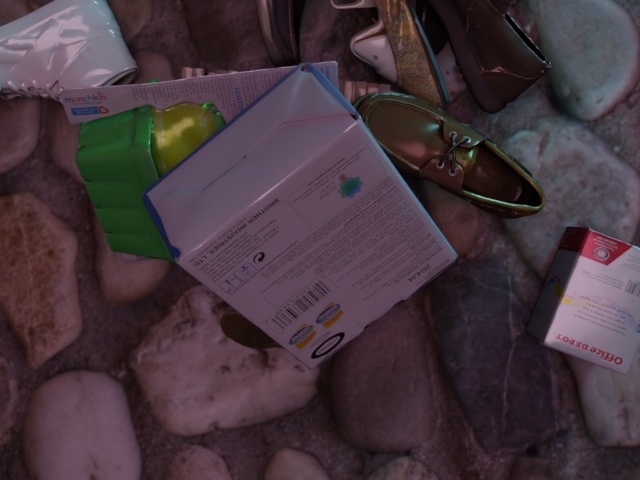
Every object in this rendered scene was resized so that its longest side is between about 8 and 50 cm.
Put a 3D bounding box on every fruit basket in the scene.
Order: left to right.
[{"bbox_3d":[-0.143,-0.107,1.144,0.353,0.327,0.165,-11,48,-3],"label":"fruit basket"}]

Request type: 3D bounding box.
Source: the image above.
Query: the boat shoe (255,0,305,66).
[{"bbox_3d":[-0.029,-0.432,1.180,0.130,0.132,0.355,0,93,3],"label":"boat shoe"}]

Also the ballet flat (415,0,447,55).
[{"bbox_3d":[0.165,-0.364,1.225,0.058,0.049,0.173,-6,98,-20],"label":"ballet flat"}]

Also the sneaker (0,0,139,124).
[{"bbox_3d":[-0.417,-0.233,1.215,0.293,0.108,0.169,-29,88,2],"label":"sneaker"}]

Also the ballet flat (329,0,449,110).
[{"bbox_3d":[0.078,-0.326,1.152,0.123,0.123,0.348,-22,115,3],"label":"ballet flat"}]

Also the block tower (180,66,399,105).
[{"bbox_3d":[-0.052,-0.194,1.208,0.336,0.097,0.090,5,93,1],"label":"block tower"}]

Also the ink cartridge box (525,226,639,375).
[{"bbox_3d":[0.396,0.084,1.182,0.128,0.127,0.176,22,93,1],"label":"ink cartridge box"}]

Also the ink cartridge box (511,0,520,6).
[{"bbox_3d":[0.263,-0.469,1.188,0.208,0.087,0.153,42,92,1],"label":"ink cartridge box"}]

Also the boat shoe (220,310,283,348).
[{"bbox_3d":[-0.076,0.134,1.251,0.153,0.048,0.056,5,107,9],"label":"boat shoe"}]

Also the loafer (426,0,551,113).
[{"bbox_3d":[0.213,-0.358,1.130,0.130,0.133,0.366,-22,118,21],"label":"loafer"}]

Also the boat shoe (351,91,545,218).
[{"bbox_3d":[0.186,-0.123,1.143,0.307,0.104,0.110,22,93,-21],"label":"boat shoe"}]

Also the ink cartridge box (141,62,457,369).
[{"bbox_3d":[0.000,0.000,1.084,0.270,0.395,0.151,-38,47,5],"label":"ink cartridge box"}]
